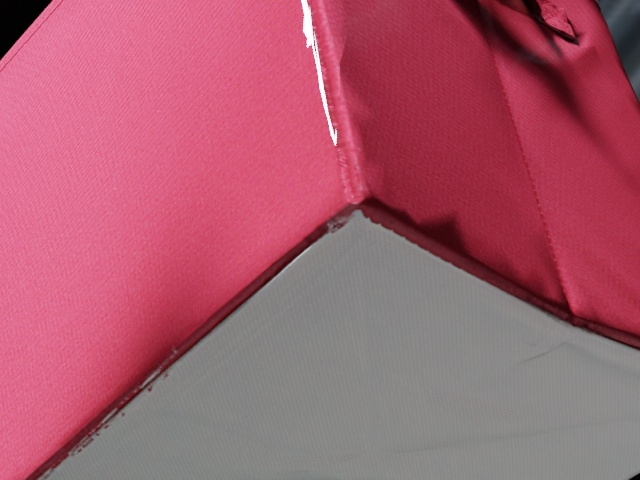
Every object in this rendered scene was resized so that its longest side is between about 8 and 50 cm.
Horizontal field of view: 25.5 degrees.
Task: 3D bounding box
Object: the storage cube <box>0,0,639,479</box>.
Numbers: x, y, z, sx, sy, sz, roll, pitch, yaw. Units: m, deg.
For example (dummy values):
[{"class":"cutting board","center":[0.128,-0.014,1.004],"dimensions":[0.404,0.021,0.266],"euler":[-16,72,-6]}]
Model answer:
[{"class":"storage cube","center":[0.000,0.000,0.500],"dimensions":[0.183,0.193,0.215],"euler":[24,-51,-36]}]
